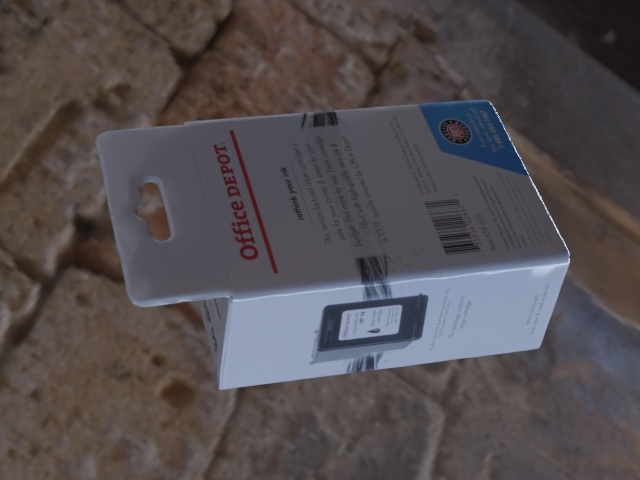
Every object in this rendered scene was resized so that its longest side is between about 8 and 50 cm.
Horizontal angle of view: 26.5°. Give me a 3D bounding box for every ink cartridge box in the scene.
[{"bbox_3d":[0.000,0.000,0.578,0.060,0.180,0.104,100,-21,-45],"label":"ink cartridge box"}]
